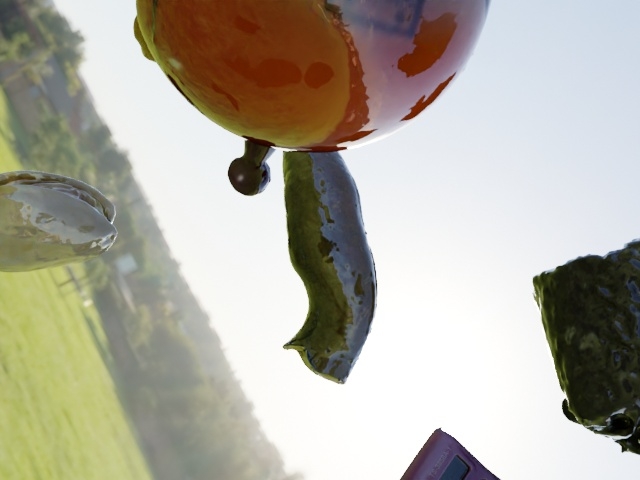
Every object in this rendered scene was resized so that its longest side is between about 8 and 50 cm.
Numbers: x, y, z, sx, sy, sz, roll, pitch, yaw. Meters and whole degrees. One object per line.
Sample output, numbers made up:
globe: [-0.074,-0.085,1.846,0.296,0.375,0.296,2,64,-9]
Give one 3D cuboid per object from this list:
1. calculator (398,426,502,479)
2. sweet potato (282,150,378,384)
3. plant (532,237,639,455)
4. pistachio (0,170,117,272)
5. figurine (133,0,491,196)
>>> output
calculator: [0.166,0.317,1.256,0.190,0.127,0.034,42,-23,-8]
sweet potato: [-0.005,-0.001,1.088,0.112,0.085,0.286,-25,-109,40]
plant: [0.378,0.156,1.266,0.215,0.213,0.312,9,65,-73]
pistachio: [-0.405,-0.021,1.587,0.157,0.229,0.157,177,-90,-76]
figurine: [0.012,-0.169,0.660,0.323,0.320,0.196,136,-40,-56]
